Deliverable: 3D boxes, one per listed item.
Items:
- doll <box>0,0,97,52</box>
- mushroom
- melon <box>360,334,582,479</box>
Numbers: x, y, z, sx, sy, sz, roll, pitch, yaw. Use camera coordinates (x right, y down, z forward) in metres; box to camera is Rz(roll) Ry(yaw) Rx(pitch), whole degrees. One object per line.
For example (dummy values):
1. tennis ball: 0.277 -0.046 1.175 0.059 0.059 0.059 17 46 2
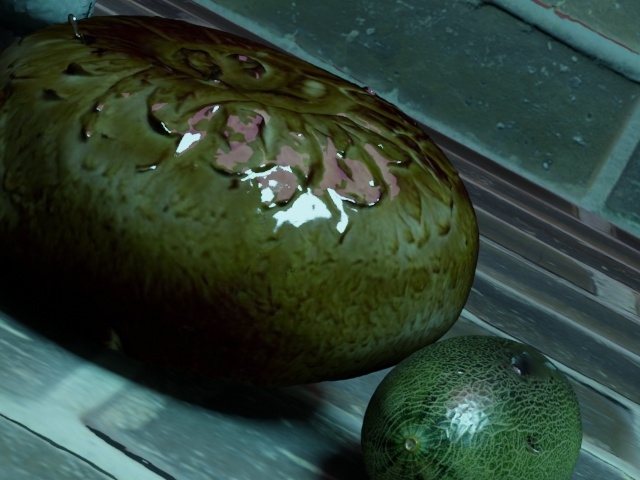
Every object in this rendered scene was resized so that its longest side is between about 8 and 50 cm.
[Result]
1. doll: -0.255 -0.126 1.059 0.246 0.158 0.340 -9 22 -3
2. mushroom: -0.058 -0.026 0.936 0.297 0.163 0.278 22 7 15
3. melon: 0.074 0.096 0.866 0.099 0.099 0.162 31 14 20
